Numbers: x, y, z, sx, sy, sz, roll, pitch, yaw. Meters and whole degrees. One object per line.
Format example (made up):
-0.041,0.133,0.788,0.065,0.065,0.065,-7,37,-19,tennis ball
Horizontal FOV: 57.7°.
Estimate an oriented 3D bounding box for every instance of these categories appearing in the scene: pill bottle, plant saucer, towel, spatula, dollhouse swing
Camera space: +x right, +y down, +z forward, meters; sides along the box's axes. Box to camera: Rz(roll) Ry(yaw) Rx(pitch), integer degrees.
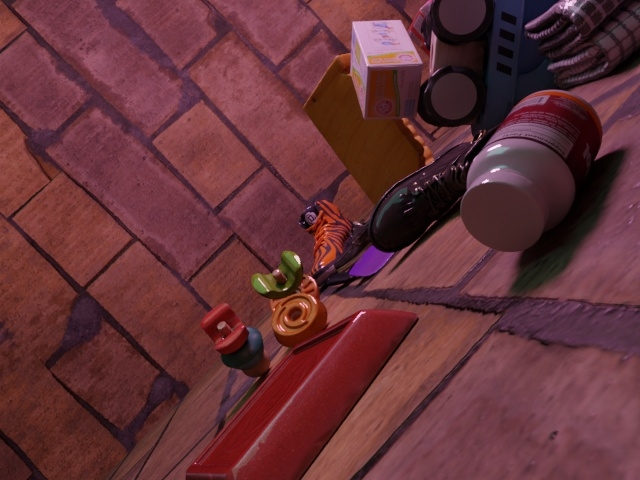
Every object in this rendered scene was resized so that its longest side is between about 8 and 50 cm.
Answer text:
0.176,-0.059,0.486,0.152,0.086,0.086,-47,2,-39,pill bottle
-0.040,0.180,0.619,0.258,0.048,0.259,-46,1,-30,plant saucer
0.427,-0.351,0.822,0.235,0.121,0.284,-44,2,13,towel
0.066,0.060,1.147,0.084,0.030,0.296,-48,3,-22,spatula
0.193,-0.291,1.439,0.305,0.347,0.315,-34,-3,-29,dollhouse swing

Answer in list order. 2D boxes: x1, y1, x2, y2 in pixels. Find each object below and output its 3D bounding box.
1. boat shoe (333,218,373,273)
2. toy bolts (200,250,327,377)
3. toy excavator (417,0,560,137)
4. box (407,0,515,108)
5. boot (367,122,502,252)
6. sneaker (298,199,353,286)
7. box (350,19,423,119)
0.105,-0.019,1.348,0.223,0.073,0.080,-44,2,9,boat shoe
-0.078,0.173,1.074,0.228,0.158,0.218,-36,41,-5,toy bolts
0.416,-0.400,1.065,0.222,0.445,0.433,-66,-21,-79,toy excavator
0.354,-0.426,1.286,0.142,0.300,0.154,-45,1,0,box
0.183,-0.085,0.838,0.263,0.091,0.229,-43,1,-3,boot
0.000,0.000,1.589,0.124,0.180,0.321,-44,2,26,sneaker
0.123,-0.334,1.131,0.203,0.103,0.114,-98,6,-48,box
